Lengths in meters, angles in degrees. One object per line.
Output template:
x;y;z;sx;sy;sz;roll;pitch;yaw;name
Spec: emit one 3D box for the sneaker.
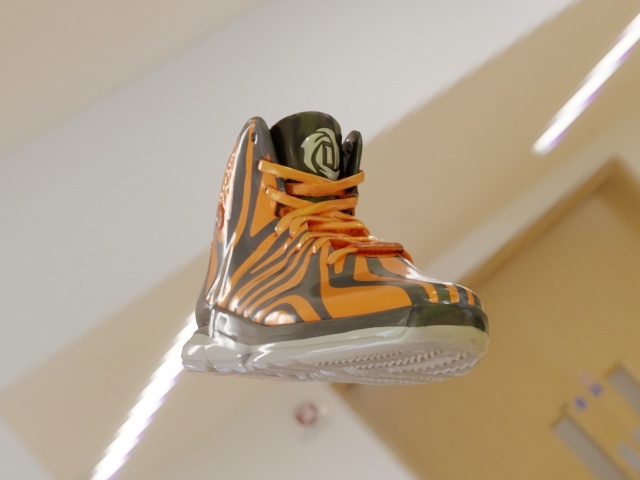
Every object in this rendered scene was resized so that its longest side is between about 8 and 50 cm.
0.000;0.000;1.258;0.124;0.180;0.321;9;-7;-31;sneaker
